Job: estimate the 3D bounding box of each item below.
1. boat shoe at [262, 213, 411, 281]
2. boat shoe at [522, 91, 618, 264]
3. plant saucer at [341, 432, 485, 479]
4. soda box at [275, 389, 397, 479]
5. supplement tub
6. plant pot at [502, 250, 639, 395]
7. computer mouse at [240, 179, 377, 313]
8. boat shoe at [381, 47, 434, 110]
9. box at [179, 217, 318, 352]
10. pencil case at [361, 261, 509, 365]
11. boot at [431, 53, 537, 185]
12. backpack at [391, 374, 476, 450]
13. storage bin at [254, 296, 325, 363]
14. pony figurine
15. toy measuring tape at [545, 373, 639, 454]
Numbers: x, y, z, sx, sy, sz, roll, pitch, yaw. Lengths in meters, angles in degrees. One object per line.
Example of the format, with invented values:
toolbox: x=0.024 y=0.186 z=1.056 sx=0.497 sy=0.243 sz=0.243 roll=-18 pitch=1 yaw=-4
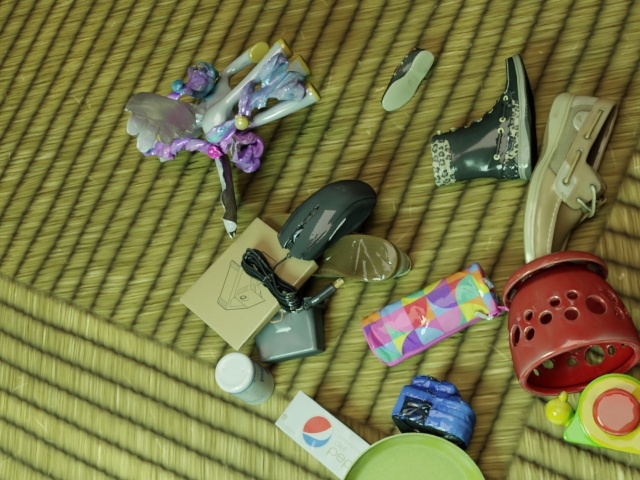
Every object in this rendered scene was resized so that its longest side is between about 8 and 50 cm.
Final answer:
boat shoe: x=0.019 y=0.022 z=1.874 sx=0.285 sy=0.089 sz=0.105 roll=16 pitch=91 yaw=28
boat shoe: x=0.409 y=-0.090 z=1.743 sx=0.110 sy=0.121 sz=0.341 roll=8 pitch=71 yaw=24
plant saucer: x=0.141 y=0.416 z=1.645 sx=0.241 sy=0.037 sz=0.241 roll=0 pitch=85 yaw=-2
soda box: x=0.032 y=0.339 z=1.743 sx=0.216 sy=0.069 sz=0.074 roll=35 pitch=84 yaw=29
supplement tub: x=-0.128 y=0.236 z=1.821 sx=0.071 sy=0.107 sz=0.071 roll=-7 pitch=68 yaw=18
plant pot: x=0.373 y=0.124 z=1.637 sx=0.191 sy=0.191 sz=0.174 roll=-21 pitch=57 yaw=11
computer mouse: x=0.000 y=0.000 z=1.780 sx=0.262 sy=0.060 sz=0.184 roll=-36 pitch=51 yaw=-6
boat shoe: x=0.155 y=-0.296 z=1.966 sx=0.133 sy=0.049 sz=0.042 roll=-54 pitch=34 yaw=2
box: x=-0.123 y=0.074 z=1.837 sx=0.201 sy=0.021 sz=0.164 roll=-47 pitch=53 yaw=-9
pencil case: x=0.186 y=0.123 z=1.757 sx=0.236 sy=0.104 sz=0.104 roll=-27 pitch=63 yaw=10
boot: x=0.281 y=-0.206 z=1.858 sx=0.178 sy=0.085 sz=0.236 roll=-8 pitch=68 yaw=20
backpack: x=0.187 y=0.274 z=1.695 sx=0.120 sy=0.098 sz=0.101 roll=17 pitch=72 yaw=26
storage bin: x=-0.056 y=0.157 z=1.840 sx=0.135 sy=0.098 sz=0.091 roll=-15 pitch=76 yaw=15
pony figurine: x=-0.181 y=-0.211 z=1.943 sx=0.363 sy=0.303 sz=0.351 roll=-33 pitch=24 yaw=8
toy measuring tape: x=0.501 y=0.265 z=1.580 sx=0.330 sy=0.121 sz=0.121 roll=9 pitch=73 yaw=14
